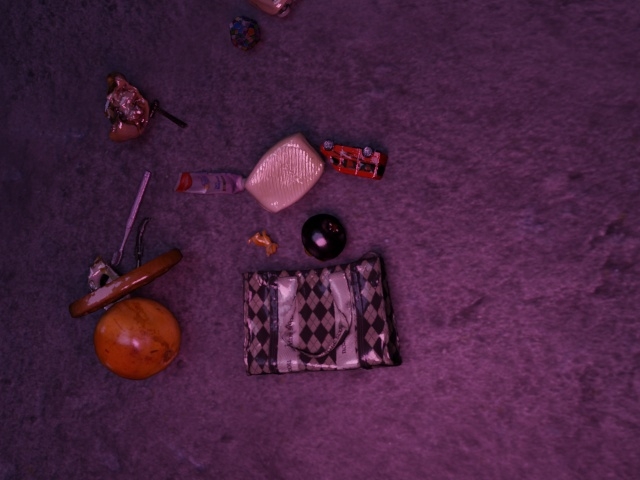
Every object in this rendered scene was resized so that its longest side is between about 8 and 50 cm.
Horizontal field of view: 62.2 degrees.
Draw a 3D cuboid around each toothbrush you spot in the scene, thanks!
[{"bbox_3d":[-0.663,-0.077,1.853,0.024,0.029,0.353,20,91,10],"label":"toothbrush"}]

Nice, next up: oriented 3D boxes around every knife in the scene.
[{"bbox_3d":[-0.629,0.025,1.831,0.046,0.021,0.222,10,86,21],"label":"knife"}]

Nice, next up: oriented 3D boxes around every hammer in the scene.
[{"bbox_3d":[-0.529,-0.428,1.853,0.178,0.021,0.065,32,96,20],"label":"hammer"}]

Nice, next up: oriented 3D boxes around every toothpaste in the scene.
[{"bbox_3d":[-0.353,-0.189,1.733,0.301,0.048,0.075,3,88,25],"label":"toothpaste"}]

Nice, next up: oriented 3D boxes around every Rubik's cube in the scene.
[{"bbox_3d":[-0.247,-0.675,1.726,0.111,0.111,0.093,41,124,22],"label":"Rubik's cube"}]

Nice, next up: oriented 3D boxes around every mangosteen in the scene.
[{"bbox_3d":[0.000,0.000,1.527,0.137,0.137,0.151,60,139,18],"label":"mangosteen"}]

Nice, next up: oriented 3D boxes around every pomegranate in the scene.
[{"bbox_3d":[-0.565,0.296,1.643,0.265,0.264,0.264,-3,82,22],"label":"pomegranate"}]

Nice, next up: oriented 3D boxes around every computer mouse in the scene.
[{"bbox_3d":[-0.171,-0.821,1.720,0.237,0.082,0.145,37,97,20],"label":"computer mouse"}]

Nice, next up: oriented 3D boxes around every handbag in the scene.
[{"bbox_3d":[-0.001,0.204,1.471,0.417,0.180,0.316,-6,78,15],"label":"handbag"}]

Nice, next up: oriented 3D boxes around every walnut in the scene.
[{"bbox_3d":[-0.678,-0.458,1.849,0.204,0.141,0.238,2,92,59],"label":"walnut"}]

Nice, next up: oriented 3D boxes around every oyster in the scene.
[{"bbox_3d":[-0.730,0.162,1.835,0.209,0.072,0.133,40,93,2],"label":"oyster"}]

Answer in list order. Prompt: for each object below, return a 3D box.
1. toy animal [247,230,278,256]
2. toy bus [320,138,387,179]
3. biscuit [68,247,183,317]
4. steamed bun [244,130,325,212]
[{"bbox_3d":[-0.174,0.016,1.625,0.081,0.060,0.083,-19,71,-22],"label":"toy animal"},{"bbox_3d":[0.091,-0.235,1.538,0.195,0.081,0.089,15,98,23],"label":"toy bus"},{"bbox_3d":[-0.599,0.135,1.663,0.368,0.314,0.063,-31,94,-13],"label":"biscuit"},{"bbox_3d":[-0.105,-0.207,1.577,0.239,0.152,0.170,-41,109,13],"label":"steamed bun"}]
